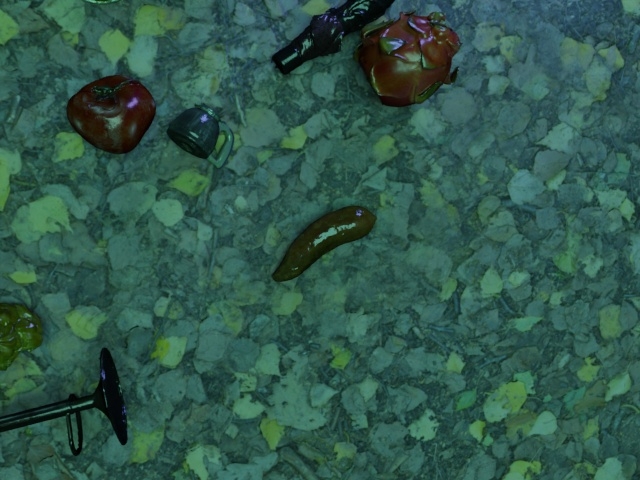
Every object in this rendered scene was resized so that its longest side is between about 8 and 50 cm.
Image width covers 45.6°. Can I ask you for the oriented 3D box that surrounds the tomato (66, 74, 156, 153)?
[{"bbox_3d":[-0.454,-0.276,1.665,0.187,0.151,0.187,-1,58,2],"label":"tomato"}]

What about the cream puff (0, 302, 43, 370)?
[{"bbox_3d":[-0.694,0.209,1.682,0.156,0.156,0.121,-21,112,-8],"label":"cream puff"}]

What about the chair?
[{"bbox_3d":[-0.648,0.387,1.674,0.401,0.226,0.226,-12,100,-9],"label":"chair"}]

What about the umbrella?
[{"bbox_3d":[0.028,-0.493,1.760,0.326,0.090,0.094,-34,125,-6],"label":"umbrella"}]

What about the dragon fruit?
[{"bbox_3d":[0.199,-0.419,1.746,0.227,0.224,0.224,-35,103,0],"label":"dragon fruit"}]

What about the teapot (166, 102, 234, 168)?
[{"bbox_3d":[-0.261,-0.244,1.727,0.149,0.111,0.108,32,76,-8],"label":"teapot"}]

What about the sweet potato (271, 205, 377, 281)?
[{"bbox_3d":[-0.002,-0.001,1.824,0.292,0.097,0.097,-31,102,2],"label":"sweet potato"}]

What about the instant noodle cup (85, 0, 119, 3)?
[{"bbox_3d":[-0.476,-0.611,1.610,0.205,0.153,0.204,-2,99,-10],"label":"instant noodle cup"}]
